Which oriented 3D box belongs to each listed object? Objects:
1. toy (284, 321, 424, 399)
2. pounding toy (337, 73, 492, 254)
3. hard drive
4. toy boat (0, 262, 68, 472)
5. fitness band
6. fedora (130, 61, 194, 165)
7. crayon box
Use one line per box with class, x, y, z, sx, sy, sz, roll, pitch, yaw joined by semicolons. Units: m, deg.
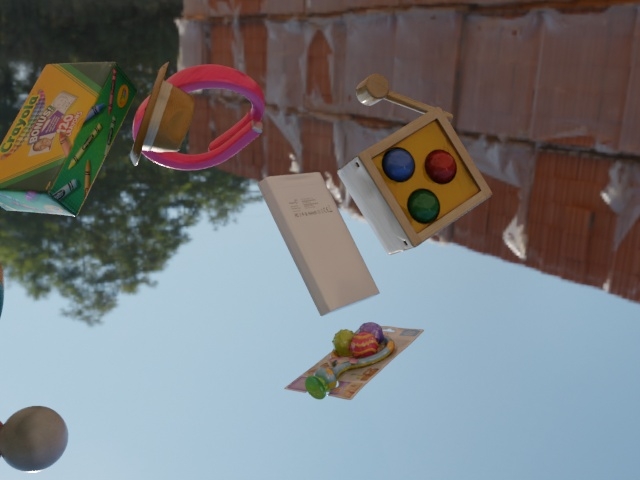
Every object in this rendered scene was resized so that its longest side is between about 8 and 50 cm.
toy;0.056;0.182;1.230;0.137;0.056;0.237;-1;-157;38
pounding toy;0.116;-0.119;0.898;0.181;0.206;0.094;-33;-177;-19
hard drive;0.000;0.000;1.801;0.047;0.352;0.233;-33;169;33
toy boat;-0.337;0.110;0.673;0.148;0.318;0.267;-2;-139;-3
fitness band;-0.240;-0.234;1.436;0.209;0.054;0.291;23;140;-39
fedora;-0.267;-0.209;1.263;0.079;0.194;0.194;19;-166;-16
crayon box;-0.456;-0.182;1.286;0.166;0.278;0.081;5;153;25
